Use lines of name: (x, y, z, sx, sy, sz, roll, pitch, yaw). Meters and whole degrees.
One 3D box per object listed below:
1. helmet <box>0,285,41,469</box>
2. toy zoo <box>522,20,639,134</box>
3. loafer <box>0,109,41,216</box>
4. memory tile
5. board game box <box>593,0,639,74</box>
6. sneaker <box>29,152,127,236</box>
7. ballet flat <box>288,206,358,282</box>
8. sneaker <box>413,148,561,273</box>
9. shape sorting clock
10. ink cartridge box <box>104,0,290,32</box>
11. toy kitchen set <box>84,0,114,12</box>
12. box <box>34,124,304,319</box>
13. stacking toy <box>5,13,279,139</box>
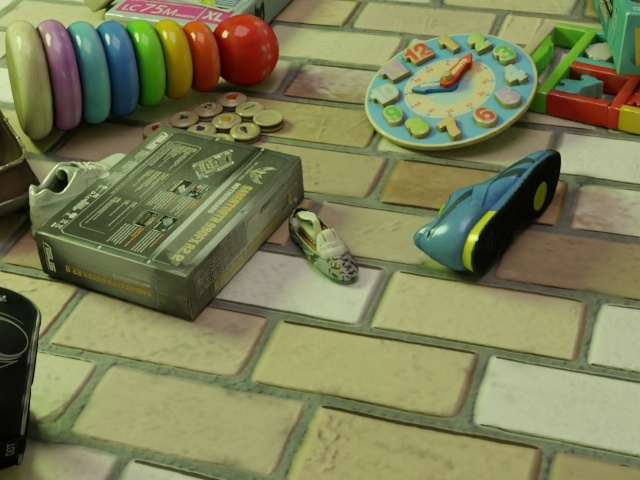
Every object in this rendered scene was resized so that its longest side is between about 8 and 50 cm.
helmet: (-0.313, 0.111, 0.914, 0.161, 0.169, 0.169, 7, 34, -13)
toy zoo: (0.380, -0.191, 1.376, 0.293, 0.030, 0.192, 17, 41, 26)
loafer: (-0.433, -0.136, 1.287, 0.133, 0.130, 0.366, -25, 41, -26)
memory tile: (-0.128, -0.136, 1.361, 0.148, 0.012, 0.113, -27, 42, -29)
board game box: (0.485, -0.299, 1.432, 0.253, 0.079, 0.336, 3, 30, 4)
sneaker: (-0.255, -0.061, 1.230, 0.053, 0.061, 0.152, 16, 39, 28)
ballet flat: (0.000, 0.000, 1.141, 0.041, 0.041, 0.114, -21, 40, -22)
sneaker: (0.173, -0.042, 1.160, 0.082, 0.069, 0.209, 19, 42, 34)
shape sorting clock: (0.153, -0.181, 1.347, 0.206, 0.040, 0.206, -12, 41, 11)
ink cartridge box: (-0.148, -0.353, 1.622, 0.185, 0.065, 0.311, 12, 37, 20)
toy kitchen set: (-0.307, -0.454, 1.683, 0.122, 0.166, 0.207, -35, 9, 22)
box: (-0.149, -0.027, 1.177, 0.183, 0.056, 0.231, 15, 40, 23)
stacking toy: (-0.206, -0.214, 1.389, 0.330, 0.141, 0.141, -11, 36, -18)
